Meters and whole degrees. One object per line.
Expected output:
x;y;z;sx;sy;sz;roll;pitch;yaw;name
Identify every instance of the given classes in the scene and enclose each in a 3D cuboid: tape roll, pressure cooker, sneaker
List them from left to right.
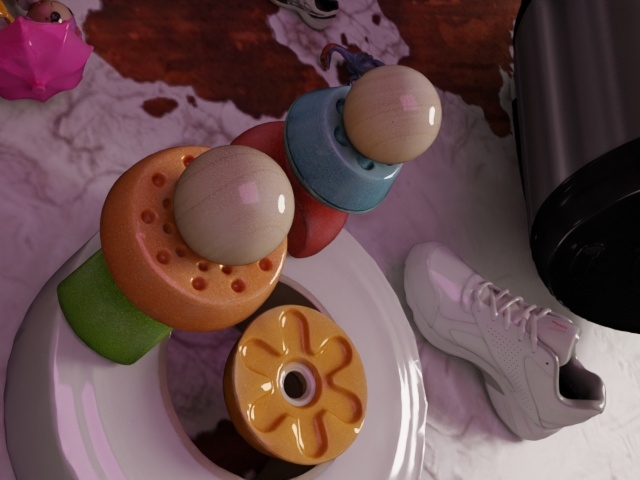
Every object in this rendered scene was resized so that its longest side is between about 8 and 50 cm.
-0.062;0.104;0.580;0.286;0.100;0.286;16;61;-31;tape roll
-0.019;-0.239;0.805;0.083;0.037;0.032;25;59;-24;sneaker
0.176;0.079;0.757;0.232;0.115;0.090;45;50;-12;sneaker
0.384;-0.151;0.836;0.370;0.375;0.420;64;25;-57;pressure cooker

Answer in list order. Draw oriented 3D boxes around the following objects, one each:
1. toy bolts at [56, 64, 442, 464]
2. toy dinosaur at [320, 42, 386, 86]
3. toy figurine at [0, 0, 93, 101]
0.000;0.000;0.501;0.218;0.158;0.228;45;50;-12;toy bolts
0.038;-0.169;0.830;0.082;0.047;0.090;37;19;-7;toy dinosaur
-0.223;-0.179;0.600;0.159;0.130;0.173;62;23;-16;toy figurine
